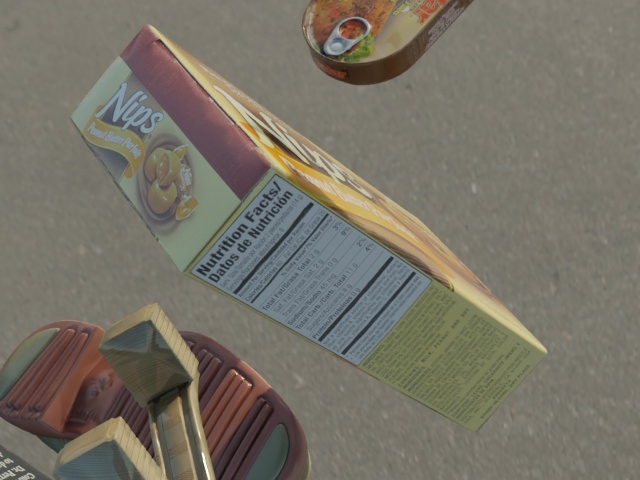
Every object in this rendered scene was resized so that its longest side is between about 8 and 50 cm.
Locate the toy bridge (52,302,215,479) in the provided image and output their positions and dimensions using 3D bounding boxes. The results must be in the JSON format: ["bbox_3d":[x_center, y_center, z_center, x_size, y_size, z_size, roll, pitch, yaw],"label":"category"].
[{"bbox_3d":[-0.054,0.085,0.416,0.026,0.063,0.188,-29,19,10],"label":"toy bridge"}]

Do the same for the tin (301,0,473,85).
[{"bbox_3d":[0.066,-0.207,1.152,0.106,0.040,0.190,30,66,33],"label":"tin"}]

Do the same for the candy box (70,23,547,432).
[{"bbox_3d":[0.000,0.000,0.901,0.087,0.316,0.183,-50,45,8],"label":"candy box"}]

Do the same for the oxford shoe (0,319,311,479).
[{"bbox_3d":[-0.126,0.166,1.171,0.397,0.146,0.140,14,64,50],"label":"oxford shoe"}]

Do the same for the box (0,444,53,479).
[{"bbox_3d":[-0.480,0.423,1.331,0.471,0.297,0.480,32,106,14],"label":"box"}]
